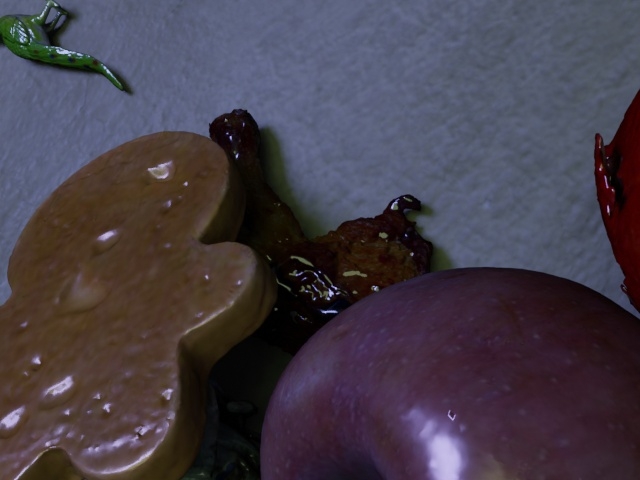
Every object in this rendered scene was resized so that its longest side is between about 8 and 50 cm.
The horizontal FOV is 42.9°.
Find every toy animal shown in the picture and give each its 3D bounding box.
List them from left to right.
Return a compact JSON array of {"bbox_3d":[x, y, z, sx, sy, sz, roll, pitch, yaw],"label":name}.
[{"bbox_3d":[-0.288,-0.225,0.891,0.217,0.041,0.075,20,84,19],"label":"toy animal"}]

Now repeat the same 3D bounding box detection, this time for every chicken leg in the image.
[{"bbox_3d":[-0.009,0.009,0.715,0.322,0.083,0.177,29,78,22],"label":"chicken leg"}]

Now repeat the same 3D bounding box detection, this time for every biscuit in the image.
[{"bbox_3d":[-0.161,0.046,0.633,0.275,0.052,0.355,-18,42,13],"label":"biscuit"}]

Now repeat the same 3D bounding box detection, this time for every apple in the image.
[{"bbox_3d":[0.093,0.156,0.486,0.306,0.235,0.305,-6,83,54],"label":"apple"}]

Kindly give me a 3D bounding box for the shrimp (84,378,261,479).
[{"bbox_3d":[-0.159,0.163,0.685,0.411,0.166,0.221,8,56,35],"label":"shrimp"}]

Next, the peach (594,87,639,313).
[{"bbox_3d":[0.333,-0.027,0.450,0.370,0.370,0.370,-5,74,18],"label":"peach"}]
